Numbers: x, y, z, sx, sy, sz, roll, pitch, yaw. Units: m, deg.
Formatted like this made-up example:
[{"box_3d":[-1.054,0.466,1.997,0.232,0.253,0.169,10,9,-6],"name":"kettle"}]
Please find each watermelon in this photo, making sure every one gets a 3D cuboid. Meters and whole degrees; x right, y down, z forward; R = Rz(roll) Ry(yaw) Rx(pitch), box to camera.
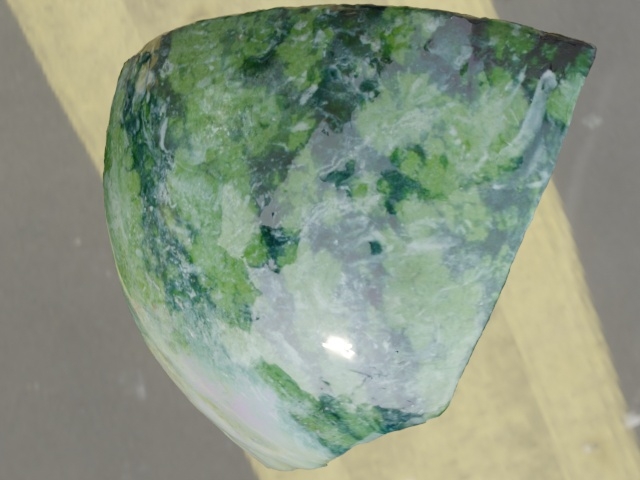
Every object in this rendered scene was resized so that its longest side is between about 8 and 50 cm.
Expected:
[{"box_3d":[0.000,0.000,1.017,0.176,0.256,0.260,21,87,-60],"name":"watermelon"}]
